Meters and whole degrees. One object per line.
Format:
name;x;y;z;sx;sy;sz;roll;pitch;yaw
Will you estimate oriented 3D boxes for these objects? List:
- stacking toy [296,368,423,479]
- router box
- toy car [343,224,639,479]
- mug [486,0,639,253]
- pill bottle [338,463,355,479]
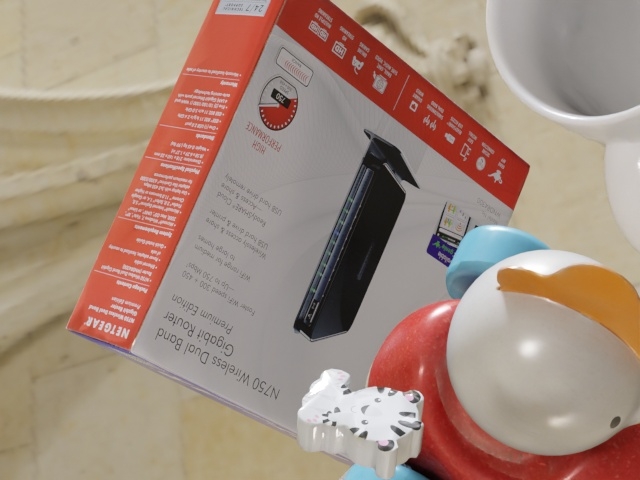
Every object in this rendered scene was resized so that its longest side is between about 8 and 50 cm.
stacking toy;-0.016;0.180;0.611;0.221;0.052;0.167;-55;-25;-48
router box;0.000;0.000;1.189;0.335;0.082;0.301;32;-103;-44
toy car;0.141;0.085;0.847;0.210;0.238;0.219;28;-116;3
mug;0.364;-0.158;1.479;0.328;0.276;0.374;17;-103;-46
pill bottle;0.074;0.220;1.031;0.152;0.086;0.086;40;-164;24
